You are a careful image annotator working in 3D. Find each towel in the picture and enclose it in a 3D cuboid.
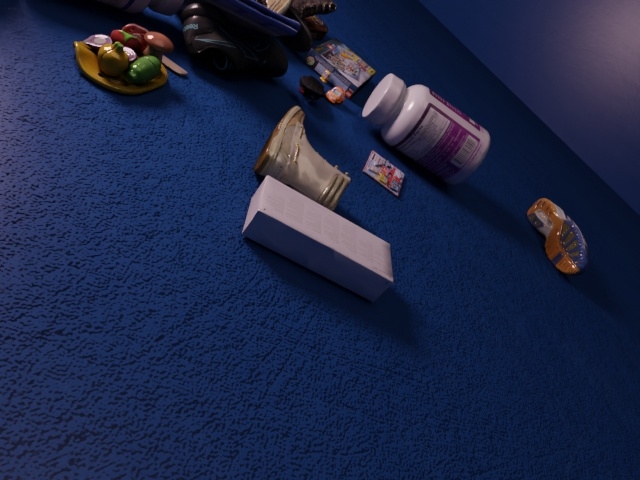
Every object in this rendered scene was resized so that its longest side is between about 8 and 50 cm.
[{"bbox_3d":[-0.188,-0.477,1.106,0.209,0.034,0.285,14,9,-34],"label":"towel"}]

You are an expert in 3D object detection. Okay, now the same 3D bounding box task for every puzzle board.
[{"bbox_3d":[0.148,-0.157,1.212,0.096,0.011,0.128,36,32,-6],"label":"puzzle board"}]

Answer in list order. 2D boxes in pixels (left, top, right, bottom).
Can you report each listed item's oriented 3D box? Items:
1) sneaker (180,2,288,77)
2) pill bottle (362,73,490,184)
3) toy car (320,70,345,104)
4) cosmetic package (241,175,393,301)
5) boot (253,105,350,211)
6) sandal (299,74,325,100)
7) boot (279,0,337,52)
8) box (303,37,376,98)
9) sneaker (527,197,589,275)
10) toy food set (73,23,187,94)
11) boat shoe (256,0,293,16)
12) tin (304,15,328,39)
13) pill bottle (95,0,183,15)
[{"bbox_3d":[-0.176,-0.385,1.106,0.267,0.101,0.106,11,70,-45],"label":"sneaker"},{"bbox_3d":[0.261,-0.283,1.332,0.302,0.169,0.169,31,34,-15],"label":"pill bottle"},{"bbox_3d":[0.024,-0.397,1.347,0.060,0.040,0.122,-2,51,-46],"label":"toy car"},{"bbox_3d":[0.000,0.000,0.827,0.239,0.060,0.098,29,32,-17],"label":"cosmetic package"},{"bbox_3d":[-0.021,-0.150,0.972,0.165,0.077,0.213,32,39,-12],"label":"boot"},{"bbox_3d":[-0.022,-0.362,1.268,0.067,0.040,0.179,41,18,-9],"label":"sandal"},{"bbox_3d":[-0.039,-0.640,1.463,0.229,0.091,0.263,-26,73,-37],"label":"boot"},{"bbox_3d":[0.061,-0.490,1.492,0.159,0.044,0.233,39,33,-3],"label":"box"},{"bbox_3d":[0.707,-0.006,1.506,0.131,0.112,0.296,26,36,-22],"label":"sneaker"},{"bbox_3d":[-0.311,-0.322,0.887,0.128,0.071,0.218,38,32,-3],"label":"toy food set"},{"bbox_3d":[-0.124,-0.577,1.301,0.072,0.068,0.189,36,67,-32],"label":"boat shoe"},{"bbox_3d":[-0.052,-0.650,1.577,0.190,0.040,0.106,-17,67,-52],"label":"tin"},{"bbox_3d":[-0.387,-0.509,0.959,0.272,0.152,0.152,1,49,-44],"label":"pill bottle"}]
